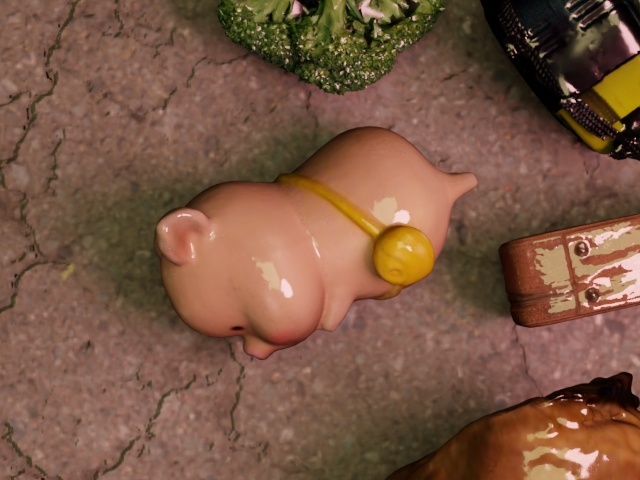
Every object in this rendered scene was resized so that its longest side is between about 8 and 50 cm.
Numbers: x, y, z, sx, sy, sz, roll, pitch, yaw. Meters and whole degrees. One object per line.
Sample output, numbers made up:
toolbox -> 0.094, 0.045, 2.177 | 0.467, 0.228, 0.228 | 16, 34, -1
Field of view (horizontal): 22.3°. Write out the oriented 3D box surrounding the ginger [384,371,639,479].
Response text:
ginger -> 0.140, 0.234, 1.153 | 0.200, 0.269, 0.223 | -10, 76, -31

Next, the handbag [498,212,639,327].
handbag -> 0.232, 0.016, 1.232 | 0.193, 0.151, 0.072 | -13, 88, -5

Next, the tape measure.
tape measure -> 0.204, -0.151, 1.226 | 0.112, 0.186, 0.199 | -37, 86, 17

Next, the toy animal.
toy animal -> 0.000, -0.002, 1.226 | 0.248, 0.165, 0.149 | -16, 80, -9

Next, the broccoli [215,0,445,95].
broccoli -> 0.008, -0.210, 1.252 | 0.195, 0.156, 0.195 | 9, 53, -12
